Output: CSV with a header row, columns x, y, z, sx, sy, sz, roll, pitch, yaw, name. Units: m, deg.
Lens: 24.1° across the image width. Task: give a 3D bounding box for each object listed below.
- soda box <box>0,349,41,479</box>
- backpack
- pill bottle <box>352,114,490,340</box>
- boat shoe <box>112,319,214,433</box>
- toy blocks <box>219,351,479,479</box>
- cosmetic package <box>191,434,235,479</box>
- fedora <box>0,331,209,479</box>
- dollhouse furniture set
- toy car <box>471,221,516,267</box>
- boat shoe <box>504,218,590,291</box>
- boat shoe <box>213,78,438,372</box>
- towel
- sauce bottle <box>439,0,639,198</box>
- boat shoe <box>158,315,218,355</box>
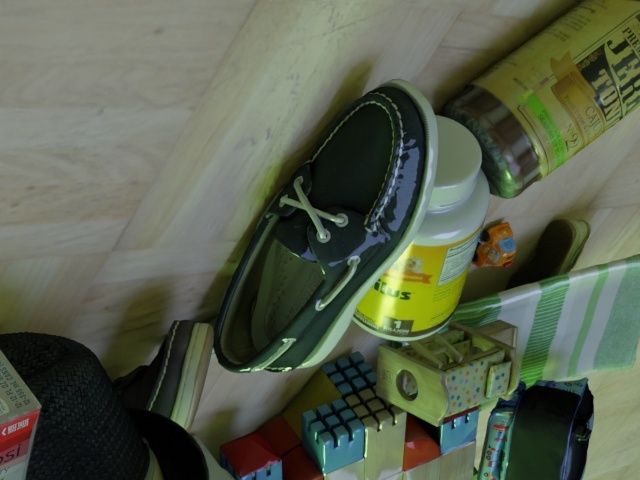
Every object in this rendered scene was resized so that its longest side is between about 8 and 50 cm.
x,y,z,sx,sy,sz,roll,pitch,yaw,name
-0.254,0.034,0.786,0.092,0.263,0.083,-22,147,-36,soda box
0.259,0.232,1.758,0.173,0.117,0.158,-48,147,-64,backpack
0.084,-0.012,1.346,0.117,0.117,0.215,-28,151,-26,pill bottle
-0.168,0.168,1.301,0.103,0.092,0.285,-75,-171,-47,boat shoe
0.024,0.244,1.624,0.381,0.191,0.261,-19,134,-22,toy blocks
-0.161,0.324,1.517,0.107,0.127,0.238,-18,144,-38,cosmetic package
-0.253,0.166,1.074,0.334,0.334,0.152,-26,117,-29,fedora
0.160,0.081,1.537,0.182,0.101,0.161,-15,116,-38,dollhouse furniture set
0.168,0.012,1.588,0.122,0.040,0.060,-2,134,-53,toy car
0.263,0.039,1.746,0.048,0.056,0.153,-5,129,-45,boat shoe
0.000,0.000,1.253,0.091,0.114,0.302,-9,133,-43,boat shoe
0.233,0.125,1.746,0.325,0.038,0.248,-15,147,-10,towel
0.268,-0.176,1.360,0.344,0.111,0.111,-38,154,-10,sauce bottle
-0.106,0.094,1.346,0.100,0.035,0.035,-26,148,-42,boat shoe
